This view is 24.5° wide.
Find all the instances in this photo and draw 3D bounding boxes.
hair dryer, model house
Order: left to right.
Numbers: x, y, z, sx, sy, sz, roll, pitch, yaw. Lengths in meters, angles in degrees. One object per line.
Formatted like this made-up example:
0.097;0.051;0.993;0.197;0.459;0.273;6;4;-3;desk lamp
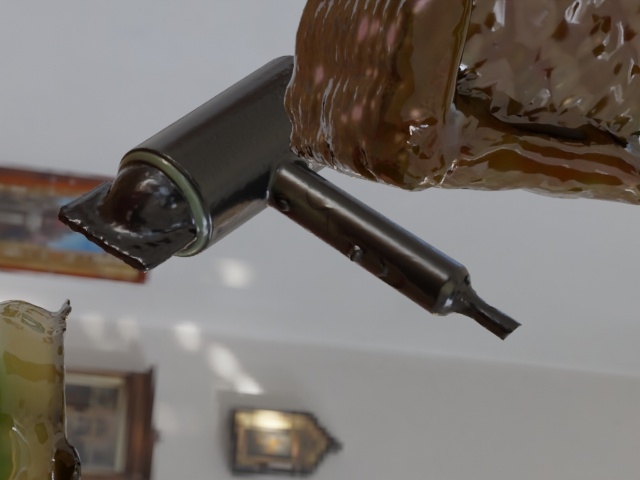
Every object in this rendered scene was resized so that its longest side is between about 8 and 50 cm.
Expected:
0.000;0.000;0.871;0.195;0.248;0.078;-38;150;-41;hair dryer
0.074;-0.109;0.598;0.219;0.229;0.199;59;-13;-30;model house

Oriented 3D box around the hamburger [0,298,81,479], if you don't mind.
-0.176;0.126;0.615;0.237;0.149;0.237;-179;-90;-80;hamburger
